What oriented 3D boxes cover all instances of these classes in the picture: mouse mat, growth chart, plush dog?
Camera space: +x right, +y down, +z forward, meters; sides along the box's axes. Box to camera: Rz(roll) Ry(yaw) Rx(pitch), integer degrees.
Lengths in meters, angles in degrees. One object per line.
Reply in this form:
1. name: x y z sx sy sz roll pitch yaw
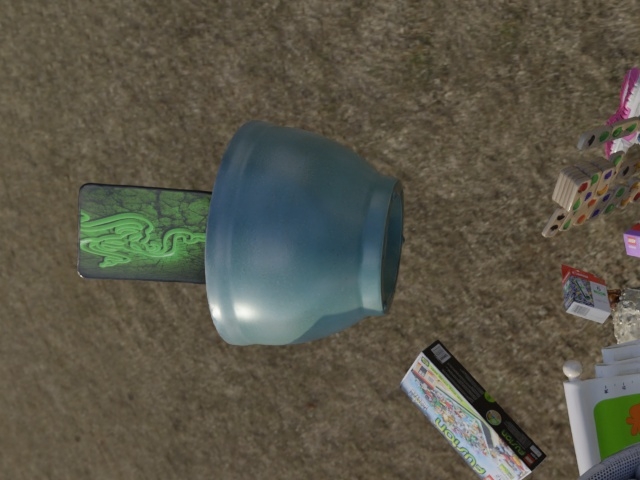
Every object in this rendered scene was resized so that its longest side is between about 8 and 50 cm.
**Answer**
1. mouse mat: -0.206 -0.005 0.943 0.007 0.190 0.152 -104 23 -49
2. growth chart: 0.326 0.147 0.640 0.237 0.021 0.171 -19 89 5
3. plush dog: 0.566 0.185 1.246 0.211 0.262 0.225 -7 83 3

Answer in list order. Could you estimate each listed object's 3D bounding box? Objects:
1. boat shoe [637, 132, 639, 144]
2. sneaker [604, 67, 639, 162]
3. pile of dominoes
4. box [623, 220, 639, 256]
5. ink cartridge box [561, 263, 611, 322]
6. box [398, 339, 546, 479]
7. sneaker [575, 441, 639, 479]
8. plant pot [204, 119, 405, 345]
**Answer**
1. boat shoe: 0.616 -0.185 1.223 0.183 0.066 0.066 2 129 23
2. sneaker: 0.757 -0.282 1.791 0.111 0.103 0.252 10 130 2
3. pile of dominoes: 0.467 -0.100 1.163 0.040 0.251 0.196 51 148 40
4. box: 0.794 -0.014 1.495 0.293 0.201 0.057 18 134 56
5. ink cartridge box: 0.423 0.076 1.201 0.063 0.115 0.029 17 131 -3
6. box: 0.204 0.246 1.036 0.207 0.036 0.114 47 147 20
7. sneaker: 0.189 0.273 0.480 0.137 0.210 0.365 29 85 45
8. plant pot: 0.000 0.000 0.955 0.196 0.293 0.293 6 112 14
